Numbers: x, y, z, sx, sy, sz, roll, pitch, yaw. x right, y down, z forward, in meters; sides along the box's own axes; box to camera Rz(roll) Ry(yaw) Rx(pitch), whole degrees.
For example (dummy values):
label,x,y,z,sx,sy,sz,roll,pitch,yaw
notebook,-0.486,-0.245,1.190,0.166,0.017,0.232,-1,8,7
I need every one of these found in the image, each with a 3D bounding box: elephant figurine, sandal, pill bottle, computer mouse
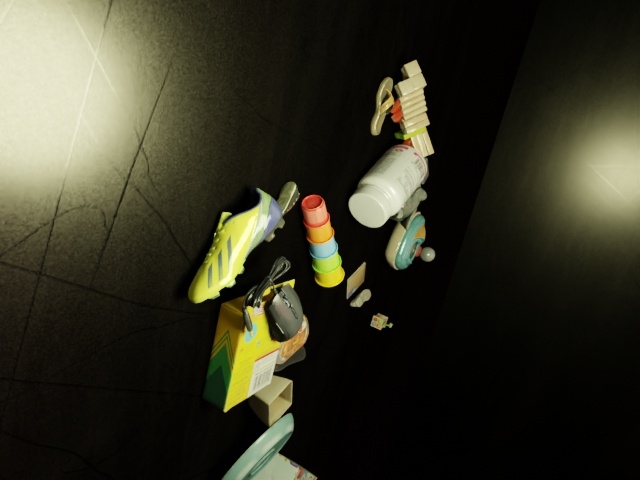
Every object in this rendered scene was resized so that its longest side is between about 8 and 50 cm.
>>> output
label,x,y,z,sx,sy,sz,roll,pitch,yaw
elephant figurine,0.299,-0.119,1.786,0.186,0.169,0.239,-24,154,-17
sandal,-0.118,0.355,1.438,0.179,0.040,0.067,1,77,-49
sandal,0.201,-0.413,1.477,0.072,0.049,0.179,-18,124,-58
pill bottle,0.220,-0.179,1.563,0.283,0.161,0.160,-48,147,-35
computer mouse,-0.104,0.185,1.151,0.184,0.060,0.261,-48,144,-42

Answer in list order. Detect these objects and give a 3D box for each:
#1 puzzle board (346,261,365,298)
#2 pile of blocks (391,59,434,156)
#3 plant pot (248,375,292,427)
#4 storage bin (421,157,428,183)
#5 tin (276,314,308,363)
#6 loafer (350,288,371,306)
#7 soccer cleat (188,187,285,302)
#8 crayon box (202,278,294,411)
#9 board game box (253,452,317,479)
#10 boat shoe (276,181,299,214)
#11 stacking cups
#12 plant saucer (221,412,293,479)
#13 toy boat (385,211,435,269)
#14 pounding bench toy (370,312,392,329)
label,x,y,z,sx,sy,sz,roll,pitch,yaw
puzzle board,0.135,0.152,1.817,0.128,0.011,0.096,-40,144,-43
pile of blocks,0.279,-0.417,1.583,0.113,0.149,0.362,-25,134,-6
plant pot,-0.154,0.461,1.406,0.109,0.096,0.109,-38,141,-46
storage bin,0.369,-0.283,1.845,0.098,0.091,0.135,-58,153,-21
tin,-0.103,0.285,1.405,0.190,0.040,0.106,-33,119,-50
loafer,0.159,0.230,1.901,0.125,0.039,0.045,-31,103,-55
soccer cleat,-0.198,0.006,1.027,0.289,0.094,0.121,-51,119,-22
crayon box,-0.179,0.248,1.217,0.202,0.081,0.318,-11,119,-60
board game box,-0.133,0.851,1.684,0.142,0.145,0.275,-57,152,-23
boat shoe,-0.092,-0.083,1.170,0.132,0.049,0.042,-61,145,-25
stacking cups,0.000,0.000,1.383,0.096,0.096,0.316,-50,144,-32
plant saucer,-0.188,0.658,1.437,0.318,0.044,0.317,-42,160,-19
toy boat,0.405,0.018,2.072,0.267,0.148,0.318,-67,153,-4
pounding bench toy,0.283,0.378,2.181,0.065,0.083,0.052,-6,115,-62
